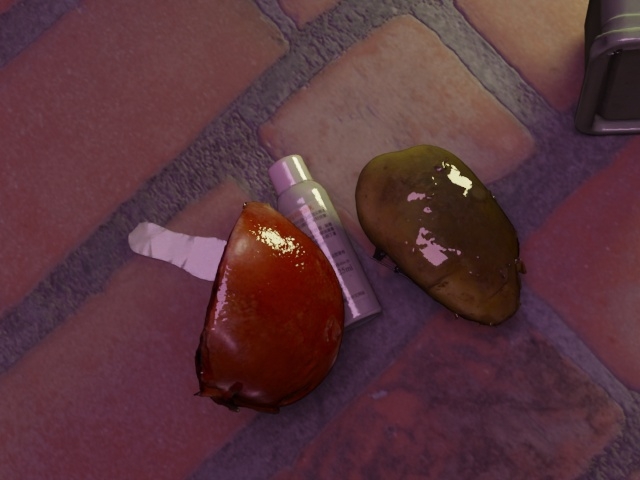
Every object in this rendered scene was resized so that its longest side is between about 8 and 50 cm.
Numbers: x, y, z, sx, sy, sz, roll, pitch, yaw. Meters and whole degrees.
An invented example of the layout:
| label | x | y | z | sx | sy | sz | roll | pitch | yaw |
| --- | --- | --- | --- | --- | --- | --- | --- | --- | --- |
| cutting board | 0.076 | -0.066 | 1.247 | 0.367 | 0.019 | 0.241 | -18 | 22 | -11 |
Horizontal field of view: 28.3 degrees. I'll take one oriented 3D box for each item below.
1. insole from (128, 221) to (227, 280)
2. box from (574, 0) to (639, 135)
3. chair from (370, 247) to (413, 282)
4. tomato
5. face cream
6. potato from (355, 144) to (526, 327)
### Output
| label | x | y | z | sx | sy | sz | roll | pitch | yaw |
| --- | --- | --- | --- | --- | --- | --- | --- | --- | --- |
| insole | -0.197 | 0.019 | 1.906 | 0.197 | 0.004 | 0.065 | 15 | 83 | 9 |
| box | 0.441 | -0.284 | 1.738 | 0.175 | 0.312 | 0.182 | -2 | 73 | 6 |
| chair | 0.115 | 0.031 | 1.850 | 0.086 | 0.042 | 0.037 | 35 | 82 | 10 |
| tomato | -0.050 | 0.105 | 1.733 | 0.170 | 0.309 | 0.308 | 14 | 83 | 7 |
| face cream | 0.000 | 0.000 | 1.848 | 0.082 | 0.082 | 0.269 | -25 | 79 | 2 |
| potato | 0.179 | -0.011 | 1.787 | 0.192 | 0.141 | 0.296 | -31 | 79 | -34 |
